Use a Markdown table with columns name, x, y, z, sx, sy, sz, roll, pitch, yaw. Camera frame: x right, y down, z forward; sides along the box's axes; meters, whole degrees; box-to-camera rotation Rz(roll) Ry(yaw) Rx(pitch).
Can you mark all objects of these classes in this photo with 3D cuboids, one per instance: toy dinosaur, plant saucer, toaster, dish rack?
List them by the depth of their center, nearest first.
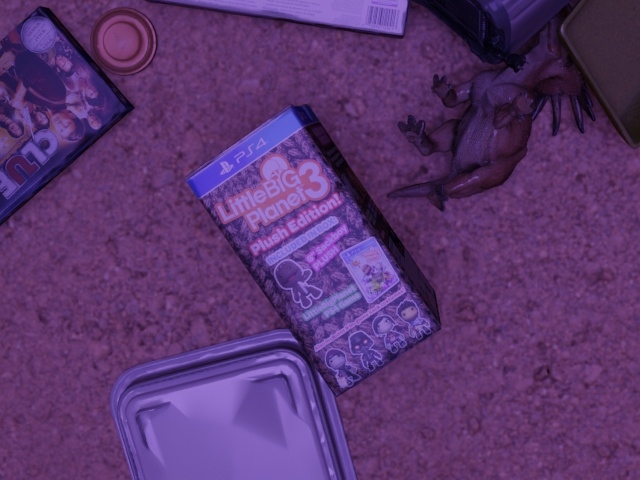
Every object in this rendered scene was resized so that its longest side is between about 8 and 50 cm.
| name | x | y | z | sx | sy | sz | roll | pitch | yaw |
| --- | --- | --- | --- | --- | --- | --- | --- | --- | --- |
| toaster | 0.190 | -0.302 | 1.291 | 0.146 | 0.129 | 0.227 | -40 | 66 | -10 |
| plant saucer | 0.352 | -0.234 | 1.348 | 0.188 | 0.045 | 0.188 | -50 | 120 | -19 |
| toy dinosaur | 0.212 | -0.130 | 1.390 | 0.127 | 0.200 | 0.295 | 51 | 124 | 26 |
| plant saucer | -0.243 | -0.245 | 1.450 | 0.084 | 0.013 | 0.083 | 0 | 96 | 3 |
| dish rack | -0.103 | 0.299 | 1.482 | 0.286 | 0.072 | 0.332 | -15 | 97 | 4 |

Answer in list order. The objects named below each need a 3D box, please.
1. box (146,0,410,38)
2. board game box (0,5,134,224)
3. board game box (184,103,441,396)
| name | x | y | z | sx | sy | sz | roll | pitch | yaw |
| --- | --- | --- | --- | --- | --- | --- | --- | --- | --- |
| box | -0.053 | -0.296 | 1.406 | 0.324 | 0.063 | 0.067 | 8 | 96 | 2 |
| board game box | -0.376 | -0.147 | 1.455 | 0.243 | 0.042 | 0.165 | -41 | 93 | 7 |
| board game box | 0.000 | 0.000 | 1.355 | 0.141 | 0.232 | 0.291 | -34 | 93 | 7 |
